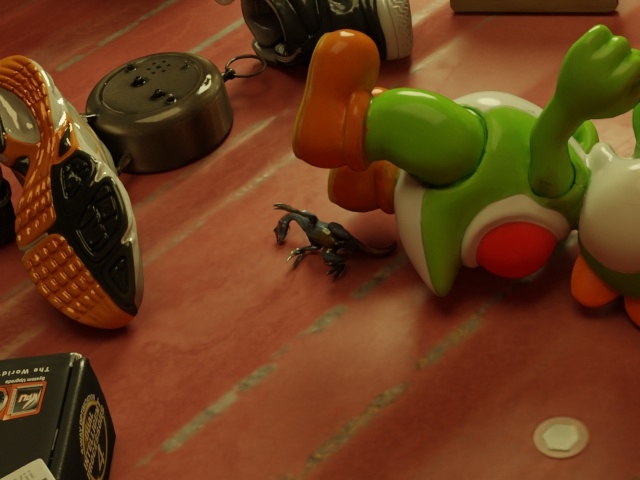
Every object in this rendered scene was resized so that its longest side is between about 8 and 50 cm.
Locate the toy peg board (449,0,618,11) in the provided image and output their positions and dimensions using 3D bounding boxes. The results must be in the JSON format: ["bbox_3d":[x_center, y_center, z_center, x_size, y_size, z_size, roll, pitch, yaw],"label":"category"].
[{"bbox_3d":[0.207,-0.307,1.237,0.161,0.160,0.079,4,26,21],"label":"toy peg board"}]

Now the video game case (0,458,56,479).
[{"bbox_3d":[-0.168,0.180,0.716,0.087,0.011,0.122,-28,43,-20],"label":"video game case"}]

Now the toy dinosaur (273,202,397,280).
[{"bbox_3d":[0.000,0.000,1.023,0.090,0.047,0.082,8,20,-27],"label":"toy dinosaur"}]

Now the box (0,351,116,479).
[{"bbox_3d":[-0.342,0.226,0.784,0.395,0.097,0.318,-6,41,7],"label":"box"}]

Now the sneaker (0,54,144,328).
[{"bbox_3d":[-0.194,-0.034,1.064,0.099,0.121,0.262,-33,62,9],"label":"sneaker"}]

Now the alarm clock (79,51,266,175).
[{"bbox_3d":[-0.133,-0.131,1.192,0.192,0.064,0.129,-29,41,-23],"label":"alarm clock"}]

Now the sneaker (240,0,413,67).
[{"bbox_3d":[-0.007,-0.258,1.271,0.153,0.101,0.268,-13,41,-3],"label":"sneaker"}]

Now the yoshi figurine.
[{"bbox_3d":[0.179,-0.077,0.927,0.362,0.203,0.203,15,35,20],"label":"yoshi figurine"}]

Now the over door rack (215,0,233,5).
[{"bbox_3d":[0.017,-0.283,1.133,0.239,0.108,0.324,-23,27,-12],"label":"over door rack"}]

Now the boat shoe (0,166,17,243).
[{"bbox_3d":[-0.386,-0.028,1.123,0.254,0.079,0.095,-4,38,8],"label":"boat shoe"}]
